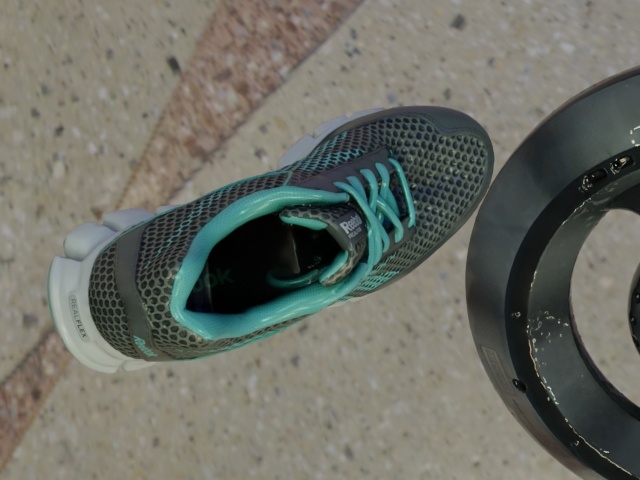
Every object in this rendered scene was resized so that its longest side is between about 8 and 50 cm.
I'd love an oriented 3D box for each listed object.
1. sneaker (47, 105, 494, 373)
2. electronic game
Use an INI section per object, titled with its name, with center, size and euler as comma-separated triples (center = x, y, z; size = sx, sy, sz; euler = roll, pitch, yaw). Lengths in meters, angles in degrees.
[sneaker]
center = 0.000, 0.000, 0.491
size = 0.166, 0.076, 0.065
euler = -27, 103, -28
[electronic game]
center = 0.172, 0.029, 0.628
size = 0.229, 0.048, 0.229
euler = 9, 123, 14
